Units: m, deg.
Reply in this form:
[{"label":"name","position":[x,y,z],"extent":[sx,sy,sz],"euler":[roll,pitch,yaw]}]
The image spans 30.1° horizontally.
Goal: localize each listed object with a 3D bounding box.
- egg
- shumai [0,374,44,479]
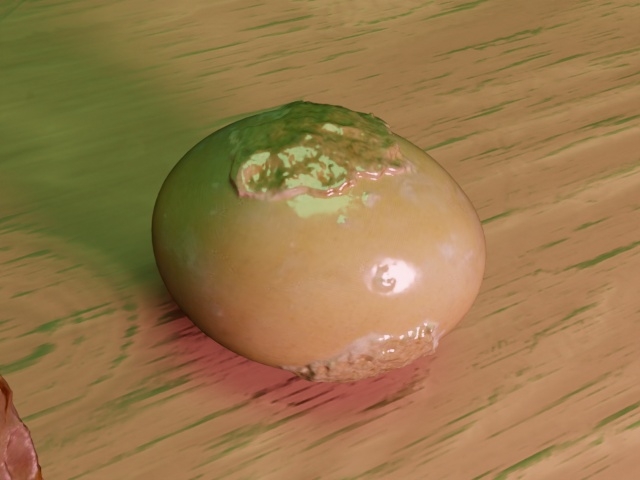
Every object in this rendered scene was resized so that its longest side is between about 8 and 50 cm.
[{"label":"egg","position":[0.001,0.000,0.709],"extent":[0.201,0.164,0.164],"euler":[12,45,-13]},{"label":"shumai","position":[-0.243,0.108,0.543],"extent":[0.205,0.166,0.176],"euler":[6,51,32]}]
